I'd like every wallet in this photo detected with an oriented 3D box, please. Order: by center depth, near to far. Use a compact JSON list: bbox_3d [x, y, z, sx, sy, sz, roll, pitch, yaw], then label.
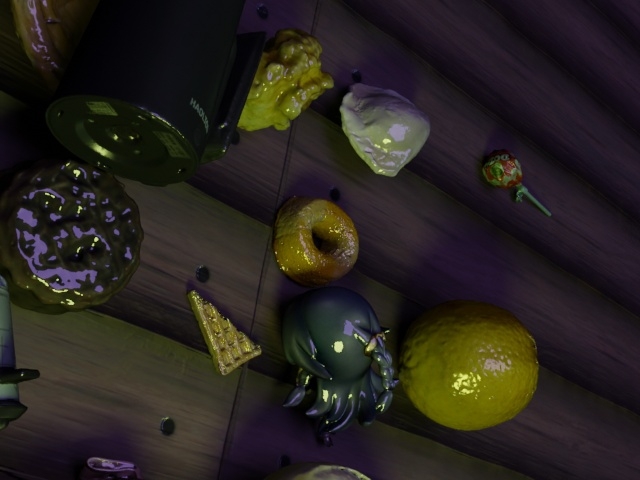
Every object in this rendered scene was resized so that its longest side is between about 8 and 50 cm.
[{"bbox_3d":[-0.178,-0.226,1.599,0.052,0.169,0.245,43,53,-43],"label":"wallet"}]

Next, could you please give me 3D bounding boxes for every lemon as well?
[{"bbox_3d":[0.276,0.231,1.909,0.267,0.267,0.267,10,75,-43],"label":"lemon"}]

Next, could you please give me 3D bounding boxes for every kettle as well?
[{"bbox_3d":[-0.196,-0.241,1.385,0.262,0.203,0.308,34,59,-34],"label":"kettle"}]

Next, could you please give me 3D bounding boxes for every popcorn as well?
[{"bbox_3d":[-0.078,-0.259,1.695,0.197,0.198,0.155,-39,111,-42],"label":"popcorn"}]

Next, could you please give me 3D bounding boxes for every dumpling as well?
[{"bbox_3d":[0.118,-0.228,1.933,0.179,0.131,0.252,40,43,-4],"label":"dumpling"}]

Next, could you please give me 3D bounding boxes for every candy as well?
[{"bbox_3d":[0.450,-0.117,2.287,0.288,0.078,0.084,33,23,-47],"label":"candy"}]

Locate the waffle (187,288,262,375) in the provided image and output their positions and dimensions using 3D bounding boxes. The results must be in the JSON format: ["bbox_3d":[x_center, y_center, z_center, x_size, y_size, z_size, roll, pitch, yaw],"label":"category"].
[{"bbox_3d":[-0.155,0.133,1.655,0.097,0.023,0.152,-30,103,-45],"label":"waffle"}]

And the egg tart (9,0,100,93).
[{"bbox_3d":[-0.314,-0.318,1.503,0.345,0.132,0.345,10,75,-43],"label":"egg tart"}]

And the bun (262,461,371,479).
[{"bbox_3d":[-0.021,0.531,1.591,0.364,0.202,0.364,20,62,-42],"label":"bun"}]

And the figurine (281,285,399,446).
[{"bbox_3d":[0.032,0.207,1.736,0.265,0.197,0.175,59,12,-16],"label":"figurine"}]

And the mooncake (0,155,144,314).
[{"bbox_3d":[-0.356,-0.010,1.412,0.228,0.124,0.228,9,76,-42],"label":"mooncake"}]

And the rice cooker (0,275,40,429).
[{"bbox_3d":[-0.469,0.148,1.184,0.241,0.281,0.227,62,19,-79],"label":"rice cooker"}]

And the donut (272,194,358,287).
[{"bbox_3d":[0.000,0.000,1.804,0.178,0.065,0.162,8,77,-43],"label":"donut"}]

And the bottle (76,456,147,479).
[{"bbox_3d":[-0.327,0.411,1.339,0.297,0.173,0.206,-21,64,-44],"label":"bottle"}]
